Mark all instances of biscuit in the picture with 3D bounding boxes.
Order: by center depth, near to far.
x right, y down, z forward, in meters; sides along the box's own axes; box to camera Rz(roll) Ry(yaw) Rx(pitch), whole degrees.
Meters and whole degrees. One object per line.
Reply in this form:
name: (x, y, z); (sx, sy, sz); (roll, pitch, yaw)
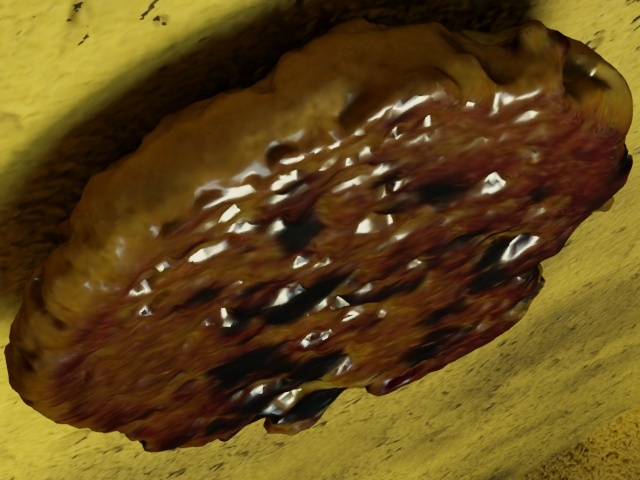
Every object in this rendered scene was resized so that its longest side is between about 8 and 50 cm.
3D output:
biscuit: (0.004, -0.002, 0.723); (0.289, 0.081, 0.334); (-29, 159, 3)
